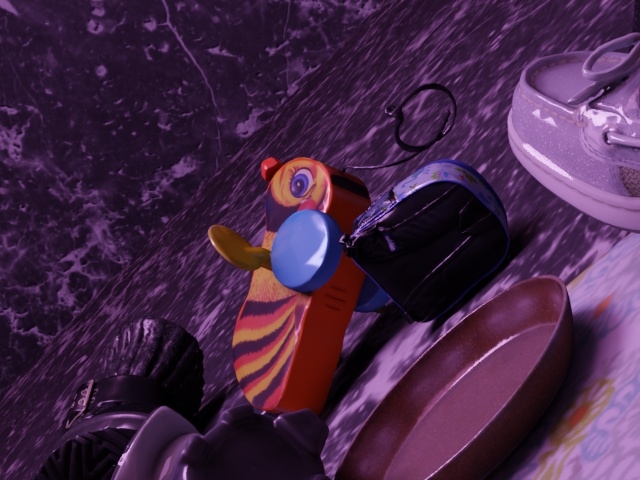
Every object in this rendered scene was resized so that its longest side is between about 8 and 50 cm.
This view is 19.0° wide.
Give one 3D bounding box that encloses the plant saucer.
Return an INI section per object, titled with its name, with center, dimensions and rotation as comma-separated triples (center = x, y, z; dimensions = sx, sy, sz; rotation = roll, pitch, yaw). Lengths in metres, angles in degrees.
[plant saucer]
center = 0.074, 0.088, 0.996
dimensions = 0.168, 0.029, 0.168
rotation = -45, 11, 11

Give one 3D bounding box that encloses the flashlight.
[flashlight]
center = -0.075, 0.222, 1.092
dimensions = 0.304, 0.103, 0.103
rotation = 108, 163, -45

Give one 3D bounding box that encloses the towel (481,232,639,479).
[towel]
center = 0.127, 0.129, 0.961
dimensions = 0.320, 0.090, 0.374
rotation = -40, 13, 24

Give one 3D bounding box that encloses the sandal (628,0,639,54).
[sandal]
center = 0.296, -0.199, 1.627
dimensions = 0.067, 0.040, 0.179
rotation = -43, 25, 54

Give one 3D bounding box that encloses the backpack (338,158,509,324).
[backpack]
center = 0.092, -0.008, 1.542
dimensions = 0.114, 0.105, 0.084
rotation = -38, 14, 21

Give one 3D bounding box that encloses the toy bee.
[toy bee]
center = 0.000, 0.000, 1.663
dimensions = 0.298, 0.195, 0.162
rotation = -50, 40, -10

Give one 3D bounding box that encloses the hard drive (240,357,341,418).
[hard drive]
center = -0.038, 0.140, 1.752
dimensions = 0.135, 0.022, 0.094
rotation = -47, 11, 5

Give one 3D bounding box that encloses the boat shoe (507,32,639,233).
[boat shoe]
center = 0.211, -0.058, 0.916
dimensions = 0.118, 0.103, 0.320
rotation = -22, 25, -27

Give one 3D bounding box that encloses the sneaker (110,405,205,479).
[sneaker]
center = -0.082, 0.259, 1.271
dimensions = 0.330, 0.146, 0.122
rotation = 106, -170, -48

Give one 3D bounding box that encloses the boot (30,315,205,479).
[boot]
center = -0.174, 0.176, 1.867
dimensions = 0.348, 0.131, 0.260
rotation = -36, 16, 50
